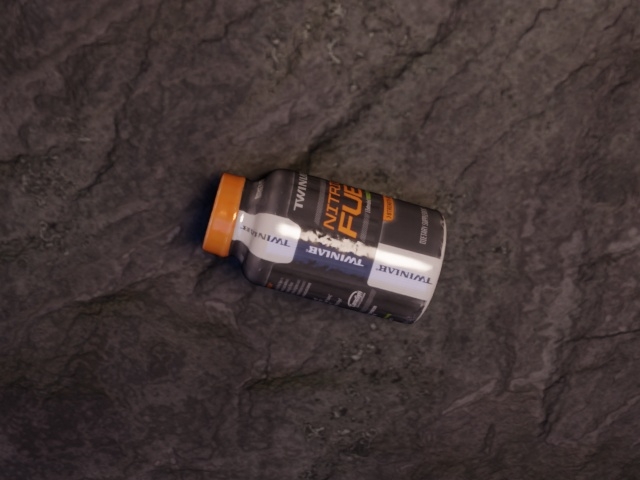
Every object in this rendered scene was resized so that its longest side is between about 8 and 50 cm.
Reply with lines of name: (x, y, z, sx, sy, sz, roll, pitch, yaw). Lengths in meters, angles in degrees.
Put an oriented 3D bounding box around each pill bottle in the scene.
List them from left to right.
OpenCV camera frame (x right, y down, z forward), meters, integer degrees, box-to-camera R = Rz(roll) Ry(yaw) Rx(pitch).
pill bottle: (0.000, 0.000, 1.070, 0.246, 0.130, 0.130, 15, 125, -7)
